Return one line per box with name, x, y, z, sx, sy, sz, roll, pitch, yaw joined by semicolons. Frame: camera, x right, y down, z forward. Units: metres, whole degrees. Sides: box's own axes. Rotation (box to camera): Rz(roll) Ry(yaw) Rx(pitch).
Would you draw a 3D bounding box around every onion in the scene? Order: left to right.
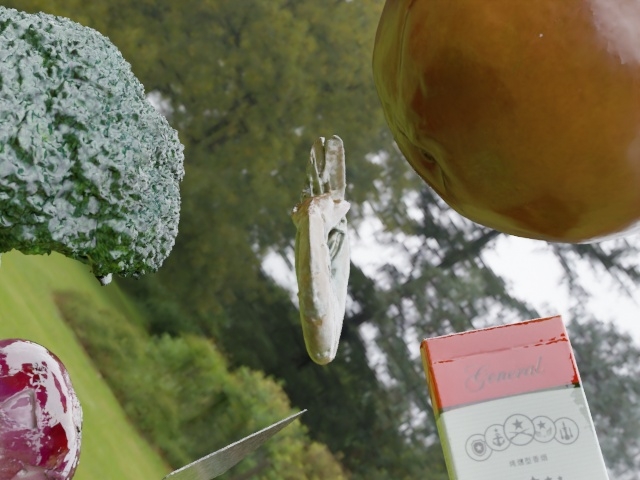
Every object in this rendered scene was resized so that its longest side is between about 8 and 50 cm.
onion;-0.314;0.187;1.090;0.153;0.177;0.177;18;-4;-6

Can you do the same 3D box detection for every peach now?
peach;0.205;-0.156;0.947;0.343;0.302;0.343;61;-8;15

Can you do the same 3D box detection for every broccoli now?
broccoli;-0.257;-0.057;0.911;0.297;0.297;0.297;28;29;-17

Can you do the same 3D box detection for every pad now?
pad;-0.123;0.236;1.080;0.003;0.158;0.235;57;31;13

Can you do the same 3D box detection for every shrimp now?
shrimp;0.000;0.000;1.339;0.168;0.077;0.317;83;5;-67

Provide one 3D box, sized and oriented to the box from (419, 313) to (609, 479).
box;0.179;0.194;0.948;0.035;0.139;0.245;95;-17;-68
